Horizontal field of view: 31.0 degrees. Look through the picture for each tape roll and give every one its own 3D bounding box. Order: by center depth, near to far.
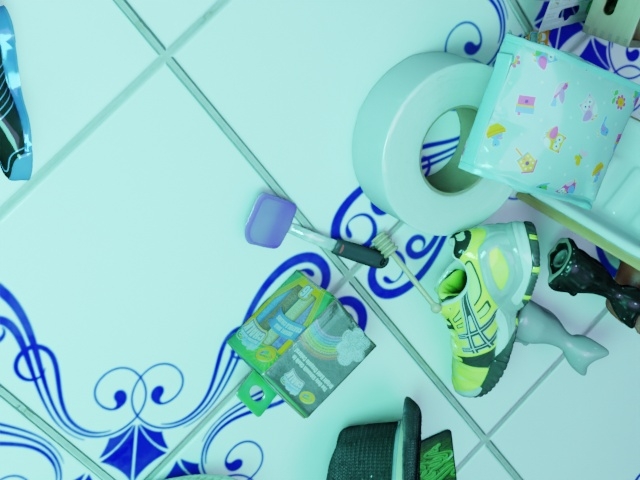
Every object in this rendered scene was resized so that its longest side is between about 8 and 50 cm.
[{"bbox_3d":[0.195,-0.154,1.850,0.286,0.100,0.286,-11,113,-27],"label":"tape roll"}]

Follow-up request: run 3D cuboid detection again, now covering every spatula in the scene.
[{"bbox_3d":[0.000,0.000,1.838,0.296,0.030,0.084,20,99,-35],"label":"spatula"}]

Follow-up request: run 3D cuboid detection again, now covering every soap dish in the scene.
[{"bbox_3d":[0.516,-0.087,1.966,0.229,0.291,0.118,-52,144,-4],"label":"soap dish"}]

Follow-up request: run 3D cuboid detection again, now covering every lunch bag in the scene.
[{"bbox_3d":[0.331,-0.184,1.763,0.262,0.160,0.223,12,103,-39],"label":"lunch bag"}]

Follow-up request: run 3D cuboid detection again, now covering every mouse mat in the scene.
[{"bbox_3d":[0.170,0.441,2.124,0.189,0.007,0.153,-21,118,-23],"label":"mouse mat"}]

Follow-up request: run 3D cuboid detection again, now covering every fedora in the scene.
[{"bbox_3d":[0.088,0.427,1.955,0.152,0.334,0.334,4,111,7],"label":"fedora"}]

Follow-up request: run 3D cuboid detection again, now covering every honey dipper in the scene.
[{"bbox_3d":[0.145,0.054,1.888,0.030,0.030,0.161,-39,86,-12],"label":"honey dipper"}]

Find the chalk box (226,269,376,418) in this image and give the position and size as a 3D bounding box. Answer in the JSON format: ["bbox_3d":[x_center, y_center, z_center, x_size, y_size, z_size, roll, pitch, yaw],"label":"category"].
[{"bbox_3d":[-0.047,0.179,1.821,0.213,0.132,0.132,-44,125,-7],"label":"chalk box"}]

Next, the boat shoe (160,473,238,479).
[{"bbox_3d":[-0.322,0.520,1.759,0.500,0.187,0.156,-29,116,-10],"label":"boat shoe"}]

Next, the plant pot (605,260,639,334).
[{"bbox_3d":[0.670,0.045,2.125,0.272,0.272,0.265,10,112,-33],"label":"plant pot"}]

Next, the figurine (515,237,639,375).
[{"bbox_3d":[0.458,0.130,2.053,0.209,0.092,0.215,30,116,-16],"label":"figurine"}]

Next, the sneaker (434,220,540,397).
[{"bbox_3d":[0.259,0.113,1.958,0.147,0.145,0.385,4,129,-5],"label":"sneaker"}]

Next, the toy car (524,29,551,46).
[{"bbox_3d":[0.353,-0.293,1.918,0.040,0.060,0.122,8,100,1],"label":"toy car"}]

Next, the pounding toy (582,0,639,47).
[{"bbox_3d":[0.524,-0.424,1.938,0.206,0.094,0.181,-20,131,-64],"label":"pounding toy"}]

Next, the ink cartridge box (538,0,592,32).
[{"bbox_3d":[0.414,-0.458,1.865,0.181,0.056,0.225,-22,140,-47],"label":"ink cartridge box"}]

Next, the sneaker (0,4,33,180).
[{"bbox_3d":[-0.431,-0.184,1.489,0.090,0.081,0.232,-13,108,-23],"label":"sneaker"}]
